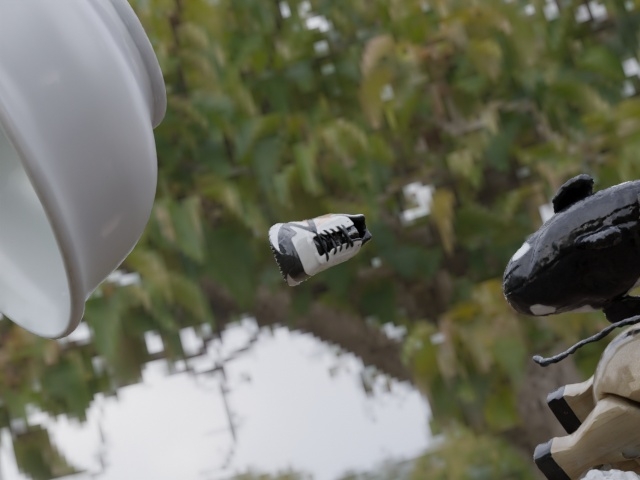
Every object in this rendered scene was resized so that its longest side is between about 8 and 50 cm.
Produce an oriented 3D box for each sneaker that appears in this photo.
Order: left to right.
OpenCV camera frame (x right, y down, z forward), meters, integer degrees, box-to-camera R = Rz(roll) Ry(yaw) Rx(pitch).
[{"bbox_3d":[0.000,0.000,1.240,0.044,0.040,0.109,-17,6,20],"label":"sneaker"}]

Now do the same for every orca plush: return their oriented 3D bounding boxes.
[{"bbox_3d":[0.299,0.008,1.859,0.287,0.151,0.102,-8,4,20],"label":"orca plush"}]

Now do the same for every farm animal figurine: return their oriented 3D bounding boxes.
[{"bbox_3d":[0.291,0.157,1.329,0.172,0.330,0.327,-34,-59,28],"label":"farm animal figurine"}]

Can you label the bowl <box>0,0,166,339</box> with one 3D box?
[{"bbox_3d":[-0.187,-0.096,1.193,0.134,0.298,0.298,-34,-14,-22],"label":"bowl"}]
